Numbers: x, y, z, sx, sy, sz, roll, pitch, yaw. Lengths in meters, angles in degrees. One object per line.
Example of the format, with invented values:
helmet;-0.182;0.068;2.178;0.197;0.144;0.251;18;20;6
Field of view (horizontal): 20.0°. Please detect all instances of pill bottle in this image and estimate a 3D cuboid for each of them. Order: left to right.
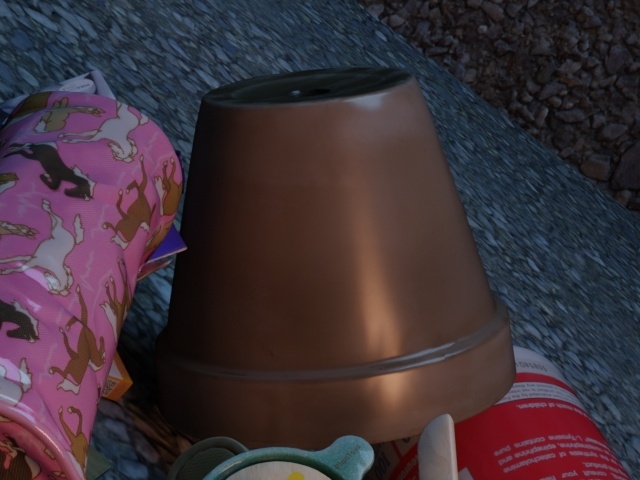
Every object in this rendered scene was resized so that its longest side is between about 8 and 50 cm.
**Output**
pill bottle;0.205;0.304;1.653;0.229;0.229;0.407;28;22;-40

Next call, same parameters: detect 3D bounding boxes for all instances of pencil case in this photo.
pencil case;-0.207;0.052;1.327;0.167;0.160;0.386;23;37;-8

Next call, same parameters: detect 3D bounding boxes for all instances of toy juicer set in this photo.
toy juicer set;-0.015;0.235;1.265;0.089;0.329;0.209;93;-24;-51

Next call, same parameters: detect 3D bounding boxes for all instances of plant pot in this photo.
plant pot;0.000;0.000;1.604;0.323;0.323;0.280;-57;142;-73

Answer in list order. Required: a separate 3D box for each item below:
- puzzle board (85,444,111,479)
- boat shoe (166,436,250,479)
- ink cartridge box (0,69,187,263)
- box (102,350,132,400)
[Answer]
puzzle board;-0.230;0.149;1.430;0.128;0.011;0.096;44;18;5
boat shoe;-0.026;0.292;1.363;0.103;0.113;0.302;51;17;-56
ink cartridge box;-0.247;-0.040;1.560;0.208;0.206;0.045;57;-20;36
box;-0.228;0.087;1.555;0.136;0.028;0.081;27;24;-47
